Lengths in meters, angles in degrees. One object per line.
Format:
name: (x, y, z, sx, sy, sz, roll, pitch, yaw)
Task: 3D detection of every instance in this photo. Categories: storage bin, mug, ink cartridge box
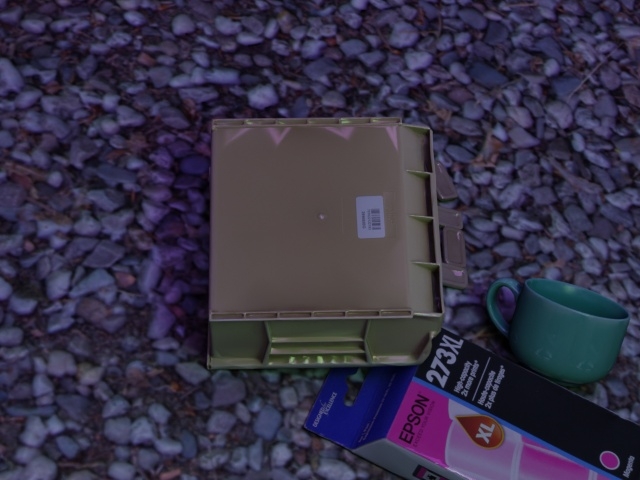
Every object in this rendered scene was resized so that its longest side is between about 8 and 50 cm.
storage bin: (0.000, 0.000, 1.758, 0.260, 0.123, 0.262, -1, 60, -1)
mug: (0.280, 0.108, 1.831, 0.129, 0.097, 0.158, 7, 16, -33)
ink cartridge box: (0.183, 0.215, 1.756, 0.371, 0.069, 0.176, 25, 52, 4)

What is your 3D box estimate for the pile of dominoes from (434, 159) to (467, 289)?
pile of dominoes: (0.059, -0.038, 1.926, 0.251, 0.040, 0.196, 14, 52, -17)
